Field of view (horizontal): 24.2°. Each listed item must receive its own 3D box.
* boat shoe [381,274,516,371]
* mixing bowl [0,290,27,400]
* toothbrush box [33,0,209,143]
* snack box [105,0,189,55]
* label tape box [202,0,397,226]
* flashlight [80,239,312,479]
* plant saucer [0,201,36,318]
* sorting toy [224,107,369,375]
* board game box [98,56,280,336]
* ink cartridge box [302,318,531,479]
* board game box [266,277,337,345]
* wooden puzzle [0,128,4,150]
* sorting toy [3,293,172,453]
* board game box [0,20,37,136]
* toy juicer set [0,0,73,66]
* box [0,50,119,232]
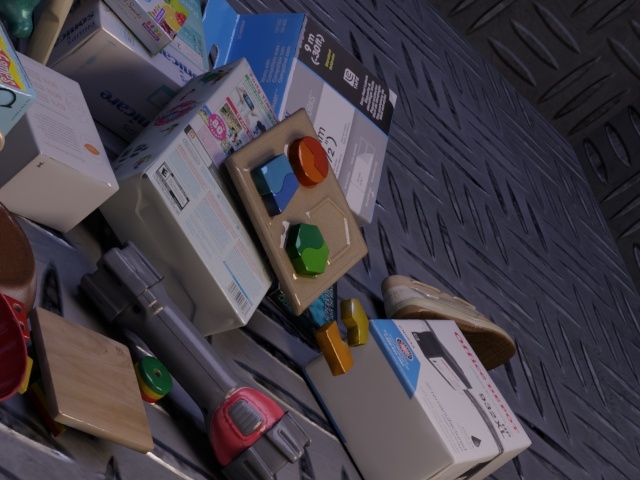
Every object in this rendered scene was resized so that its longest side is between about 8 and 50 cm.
[{"bbox_3d":[0.208,0.132,2.420,0.302,0.109,0.098,24,35,-43],"label":"boat shoe"},{"bbox_3d":[-0.348,0.086,1.269,0.181,0.098,0.181,44,21,-22],"label":"mixing bowl"},{"bbox_3d":[-0.269,-0.292,2.020,0.216,0.126,0.295,36,31,-39],"label":"toothbrush box"},{"bbox_3d":[-0.236,-0.315,1.911,0.141,0.037,0.100,48,25,-17],"label":"snack box"},{"bbox_3d":[-0.045,-0.202,2.270,0.348,0.115,0.249,39,52,-38],"label":"label tape box"},{"bbox_3d":[-0.142,0.140,1.653,0.304,0.103,0.103,49,24,2],"label":"flashlight"},{"bbox_3d":[-0.352,-0.002,1.504,0.198,0.036,0.198,43,22,-22],"label":"plant saucer"},{"bbox_3d":[0.000,0.000,1.880,0.307,0.041,0.229,65,31,-11],"label":"sorting toy"},{"bbox_3d":[-0.128,-0.056,1.835,0.224,0.097,0.303,60,34,-19],"label":"board game box"},{"bbox_3d":[0.139,0.231,2.058,0.223,0.129,0.307,58,20,17],"label":"ink cartridge box"},{"bbox_3d":[-0.025,0.064,2.132,0.126,0.026,0.186,44,21,-23],"label":"board game box"},{"bbox_3d":[-0.396,-0.097,1.274,0.238,0.044,0.221,-47,128,-32],"label":"wooden puzzle"},{"bbox_3d":[-0.244,0.145,1.478,0.274,0.046,0.132,31,29,-46],"label":"sorting toy"},{"bbox_3d":[-0.432,-0.171,1.402,0.275,0.144,0.142,20,31,-48],"label":"board game box"},{"bbox_3d":[-0.365,-0.367,1.840,0.329,0.209,0.089,56,29,13],"label":"toy juicer set"},{"bbox_3d":[-0.322,-0.113,1.677,0.130,0.091,0.170,27,32,-51],"label":"box"}]
